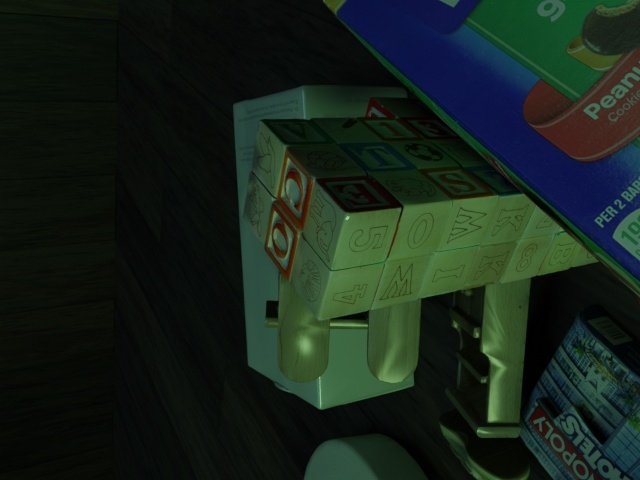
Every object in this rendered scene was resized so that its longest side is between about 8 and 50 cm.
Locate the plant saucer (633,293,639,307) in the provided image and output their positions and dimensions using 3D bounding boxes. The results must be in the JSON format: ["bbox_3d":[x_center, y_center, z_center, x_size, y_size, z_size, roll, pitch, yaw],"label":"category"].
[{"bbox_3d":[0.337,0.047,0.370,0.259,0.047,0.259,59,141,35],"label":"plant saucer"}]

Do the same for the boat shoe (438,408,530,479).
[{"bbox_3d":[0.173,0.227,0.667,0.153,0.056,0.048,-162,54,-73],"label":"boat shoe"}]

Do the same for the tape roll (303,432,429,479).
[{"bbox_3d":[0.070,0.460,0.836,0.392,0.071,0.393,179,90,-67],"label":"tape roll"}]

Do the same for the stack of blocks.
[{"bbox_3d":[0.092,-0.045,0.521,0.171,0.297,0.087,49,136,43],"label":"stack of blocks"}]

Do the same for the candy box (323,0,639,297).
[{"bbox_3d":[0.193,-0.151,0.384,0.268,0.122,0.317,-45,49,11],"label":"candy box"}]

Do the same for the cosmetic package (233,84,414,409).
[{"bbox_3d":[0.000,0.000,0.837,0.217,0.156,0.386,13,108,59],"label":"cosmetic package"}]

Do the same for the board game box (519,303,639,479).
[{"bbox_3d":[0.246,0.193,0.542,0.194,0.060,0.194,52,137,42],"label":"board game box"}]

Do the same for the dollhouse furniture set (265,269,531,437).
[{"bbox_3d":[0.066,0.095,0.622,0.212,0.241,0.161,-122,34,-82],"label":"dollhouse furniture set"}]
